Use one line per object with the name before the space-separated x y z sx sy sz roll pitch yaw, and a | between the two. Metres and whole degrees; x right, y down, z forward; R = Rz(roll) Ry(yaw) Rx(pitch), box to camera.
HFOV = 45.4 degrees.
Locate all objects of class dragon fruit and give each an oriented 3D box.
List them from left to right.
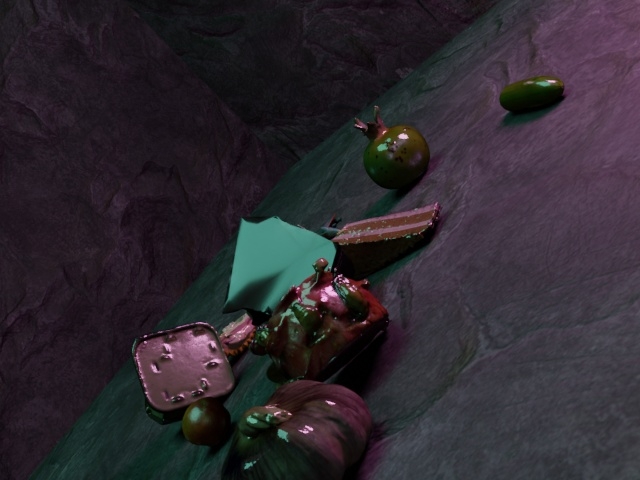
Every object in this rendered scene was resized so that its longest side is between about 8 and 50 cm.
dragon fruit | -0.006 0.142 1.271 0.282 0.147 0.211 -26 -21 -42

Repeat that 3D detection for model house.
model house | -0.361 0.361 1.877 0.218 0.204 0.278 -10 -30 -30

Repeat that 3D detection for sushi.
sushi | -0.043 0.082 1.584 0.227 0.212 0.215 0 69 23

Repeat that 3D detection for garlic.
garlic | -0.050 0.287 1.062 0.245 0.160 0.245 -44 11 10

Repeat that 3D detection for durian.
durian | -0.205 0.244 2.010 0.224 0.078 0.140 -38 -4 -22

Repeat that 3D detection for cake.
cake | 0.133 -0.010 1.650 0.295 0.113 0.116 -25 23 44

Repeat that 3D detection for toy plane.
toy plane | 0.005 0.005 2.042 0.223 0.104 0.326 -49 16 -18

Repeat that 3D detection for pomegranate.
pomegranate | 0.180 -0.243 2.001 0.181 0.224 0.181 -34 14 10

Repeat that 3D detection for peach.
peach | -0.233 0.370 1.571 0.101 0.101 0.100 -43 11 11

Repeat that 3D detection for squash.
squash | 0.457 -0.325 1.702 0.069 0.069 0.258 -46 11 -7

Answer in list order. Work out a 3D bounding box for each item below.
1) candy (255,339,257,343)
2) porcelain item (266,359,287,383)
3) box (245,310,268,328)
candy | -0.119 0.204 1.927 0.194 0.058 0.062 -52 42 11
porcelain item | -0.066 0.221 1.627 0.084 0.054 0.213 -38 13 18
box | -0.102 0.174 1.782 0.089 0.122 0.062 -41 -1 21
